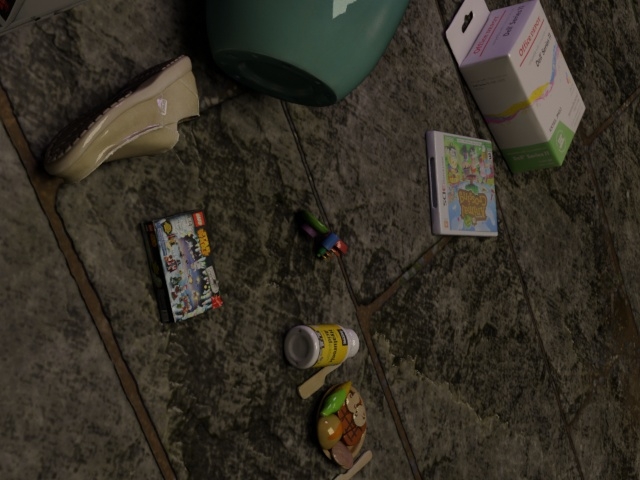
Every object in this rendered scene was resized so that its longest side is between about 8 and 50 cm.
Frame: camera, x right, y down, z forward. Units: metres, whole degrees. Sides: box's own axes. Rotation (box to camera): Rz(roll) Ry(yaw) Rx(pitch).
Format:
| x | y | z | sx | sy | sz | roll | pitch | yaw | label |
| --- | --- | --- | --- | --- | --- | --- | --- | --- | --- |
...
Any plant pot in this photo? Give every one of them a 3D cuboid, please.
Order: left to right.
| x | y | z | sx | sy | sz | roll | pitch | yaw | label |
| --- | --- | --- | --- | --- | --- | --- | --- | --- | --- |
| -0.026 | -0.326 | 1.350 | 0.293 | 0.293 | 0.235 | 29 | 77 | -45 | plant pot |

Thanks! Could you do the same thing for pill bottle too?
| x | y | z | sx | sy | sz | roll | pitch | yaw | label |
| --- | --- | --- | --- | --- | --- | --- | --- | --- | --- |
| 0.005 | 0.158 | 1.479 | 0.116 | 0.065 | 0.065 | 2 | 84 | -51 | pill bottle |

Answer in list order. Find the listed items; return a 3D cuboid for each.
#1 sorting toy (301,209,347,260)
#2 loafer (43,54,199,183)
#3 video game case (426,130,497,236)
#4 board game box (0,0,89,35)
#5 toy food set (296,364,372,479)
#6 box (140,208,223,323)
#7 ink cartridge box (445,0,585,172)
| x | y | z | sx | sy | sz | roll | pitch | yaw | label |
| --- | --- | --- | --- | --- | --- | --- | --- | --- | --- |
| 0.000 | 0.000 | 1.513 | 0.042 | 0.061 | 0.102 | -49 | 121 | -1 | sorting toy |
| -0.227 | -0.139 | 1.206 | 0.092 | 0.102 | 0.268 | 59 | 44 | -19 | loafer |
| 0.274 | -0.104 | 1.877 | 0.212 | 0.023 | 0.193 | 1 | 84 | -51 | video game case |
| -0.345 | -0.378 | 1.018 | 0.053 | 0.193 | 0.305 | -50 | 124 | -55 | board game box |
| 0.038 | 0.286 | 1.521 | 0.132 | 0.039 | 0.192 | -34 | 111 | -48 | toy food set |
| -0.182 | 0.033 | 1.297 | 0.094 | 0.027 | 0.137 | -19 | 100 | -51 | box |
| 0.401 | -0.339 | 1.989 | 0.353 | 0.119 | 0.207 | 56 | 47 | -30 | ink cartridge box |
